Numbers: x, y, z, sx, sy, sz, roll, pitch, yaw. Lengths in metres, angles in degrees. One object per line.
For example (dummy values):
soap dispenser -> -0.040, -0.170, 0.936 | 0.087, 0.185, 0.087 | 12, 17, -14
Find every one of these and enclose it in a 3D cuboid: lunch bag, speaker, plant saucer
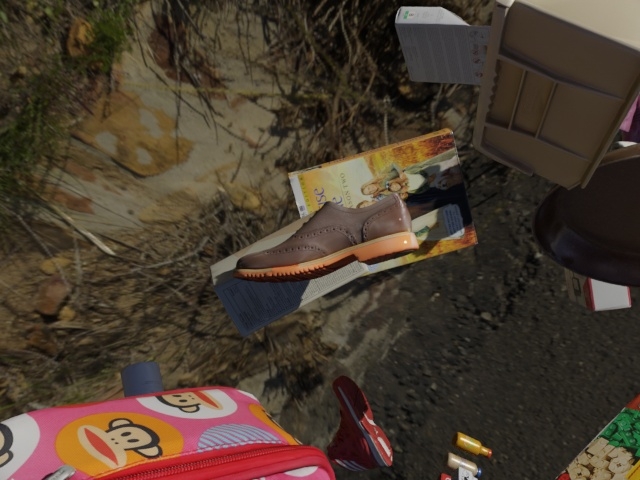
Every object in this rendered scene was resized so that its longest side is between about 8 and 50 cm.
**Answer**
lunch bag -> -0.135, 0.237, 0.422 | 0.258, 0.120, 0.293 | 4, 106, -43
speaker -> -0.233, 0.234, 0.977 | 0.055, 0.055, 0.136 | -17, 63, -5
plant saucer -> 0.412, -0.029, 0.855 | 0.311, 0.310, 0.050 | 15, 61, -3

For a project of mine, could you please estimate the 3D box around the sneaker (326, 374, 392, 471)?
sneaker -> 0.049, 0.396, 1.505 | 0.128, 0.087, 0.221 | -25, 98, 18

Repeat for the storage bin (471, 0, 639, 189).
storage bin -> 0.258, -0.214, 0.652 | 0.123, 0.260, 0.262 | 28, 77, 15

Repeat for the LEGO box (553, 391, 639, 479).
LEGO box -> 0.392, 0.477, 0.804 | 0.372, 0.193, 0.500 | -34, 116, -24

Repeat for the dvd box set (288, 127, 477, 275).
dvd box set -> 0.160, -0.080, 1.827 | 0.420, 0.062, 0.307 | -15, 105, 1

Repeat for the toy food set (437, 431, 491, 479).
toy food set -> 0.363, 0.609, 1.801 | 0.104, 0.232, 0.111 | 25, 126, -7

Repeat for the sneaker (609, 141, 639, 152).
sneaker -> 0.483, -0.116, 1.047 | 0.232, 0.090, 0.115 | -46, 100, -11

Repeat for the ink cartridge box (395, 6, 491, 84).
ink cartridge box -> 0.275, -0.387, 1.445 | 0.225, 0.181, 0.056 | 7, 65, 21

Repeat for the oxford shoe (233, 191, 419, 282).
oxford shoe -> 0.000, 0.000, 1.405 | 0.364, 0.130, 0.132 | -13, 81, 6

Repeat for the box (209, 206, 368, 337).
box -> -0.071, 0.063, 1.569 | 0.311, 0.121, 0.148 | -26, 116, -2

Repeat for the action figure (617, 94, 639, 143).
action figure -> 0.722, -0.314, 1.652 | 0.276, 0.370, 0.248 | -23, 59, 33

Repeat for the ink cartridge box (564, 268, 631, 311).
ink cartridge box -> 0.446, 0.051, 1.181 | 0.063, 0.150, 0.109 | -9, 91, 5
